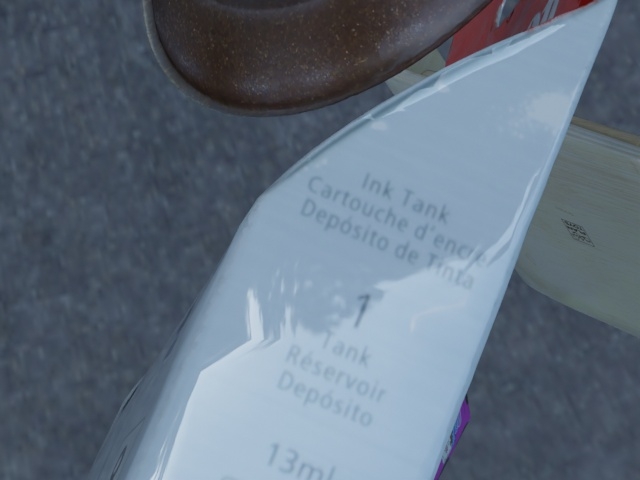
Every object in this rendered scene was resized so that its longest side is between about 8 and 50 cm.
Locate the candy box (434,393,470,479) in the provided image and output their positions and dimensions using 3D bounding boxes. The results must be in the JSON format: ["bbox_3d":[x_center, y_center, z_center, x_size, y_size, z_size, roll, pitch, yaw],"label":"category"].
[{"bbox_3d":[0.037,0.150,1.437,0.071,0.233,0.159,7,129,24],"label":"candy box"}]

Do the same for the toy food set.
[{"bbox_3d":[0.184,-0.036,1.128,0.092,0.306,0.219,-48,129,-14],"label":"toy food set"}]

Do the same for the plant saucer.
[{"bbox_3d":[0.016,-0.128,0.616,0.199,0.036,0.198,-31,151,-19],"label":"plant saucer"}]

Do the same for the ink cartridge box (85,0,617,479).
[{"bbox_3d":[0.000,0.000,0.686,0.091,0.385,0.308,23,161,-5],"label":"ink cartridge box"}]
